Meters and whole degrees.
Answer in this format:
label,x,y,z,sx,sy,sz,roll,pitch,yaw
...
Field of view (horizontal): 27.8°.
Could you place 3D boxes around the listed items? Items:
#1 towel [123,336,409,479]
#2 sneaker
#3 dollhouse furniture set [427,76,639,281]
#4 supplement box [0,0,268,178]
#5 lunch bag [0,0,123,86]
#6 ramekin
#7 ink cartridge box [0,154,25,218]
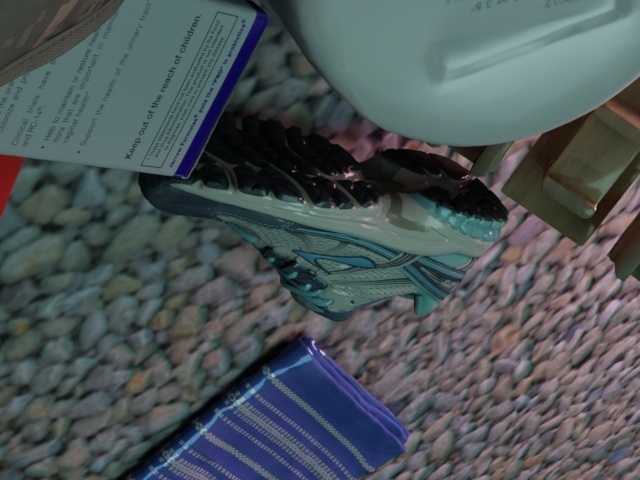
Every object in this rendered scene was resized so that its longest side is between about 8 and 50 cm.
label,x,y,z,sx,sy,sz,roll,pitch,yaw
towel,-0.087,0.239,1.160,0.336,0.040,0.243,-40,144,0
sneaker,0.000,0.000,0.889,0.283,0.110,0.122,10,118,-33
dollhouse furniture set,0.234,-0.116,0.947,0.242,0.212,0.161,-56,179,22
supplement box,-0.156,-0.115,0.658,0.220,0.111,0.114,3,126,-44
lunch bag,-0.082,-0.218,0.504,0.235,0.169,0.287,-51,178,37
ramekin,0.091,-0.186,0.723,0.277,0.135,0.277,-10,132,-12
ink cartridge box,-0.282,-0.031,0.662,0.231,0.078,0.134,2,128,-43
